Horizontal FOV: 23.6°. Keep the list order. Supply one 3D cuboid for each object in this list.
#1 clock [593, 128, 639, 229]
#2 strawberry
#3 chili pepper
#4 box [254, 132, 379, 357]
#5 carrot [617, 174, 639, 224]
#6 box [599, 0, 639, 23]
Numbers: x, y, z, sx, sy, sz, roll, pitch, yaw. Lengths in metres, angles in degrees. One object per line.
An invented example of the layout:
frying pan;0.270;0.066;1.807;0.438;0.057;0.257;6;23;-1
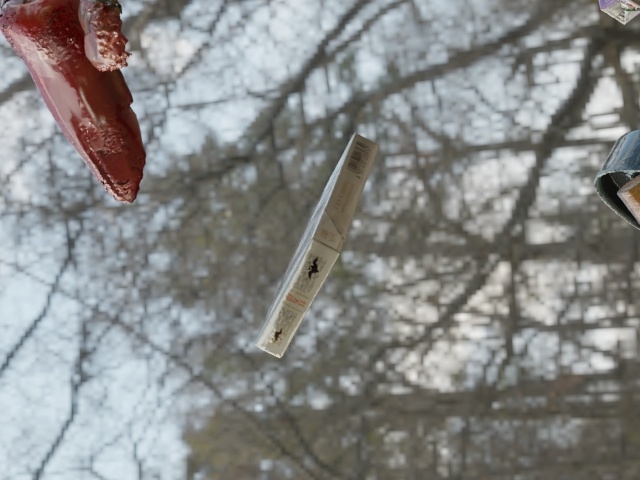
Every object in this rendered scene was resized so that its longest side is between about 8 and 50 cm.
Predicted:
clock;0.589;-0.044;2.221;0.076;0.386;0.386;-64;-32;-10
strawberry;-0.256;-0.241;1.776;0.152;0.048;0.104;116;137;-62
chili pepper;-0.310;-0.212;1.899;0.387;0.110;0.110;66;-149;-29
box;-0.001;0.000;2.272;0.204;0.051;0.365;-61;4;29
carrot;0.411;-0.016;1.837;0.139;0.048;0.048;54;-147;-12
box;0.354;-0.322;1.840;0.051;0.036;0.117;21;-130;-39
